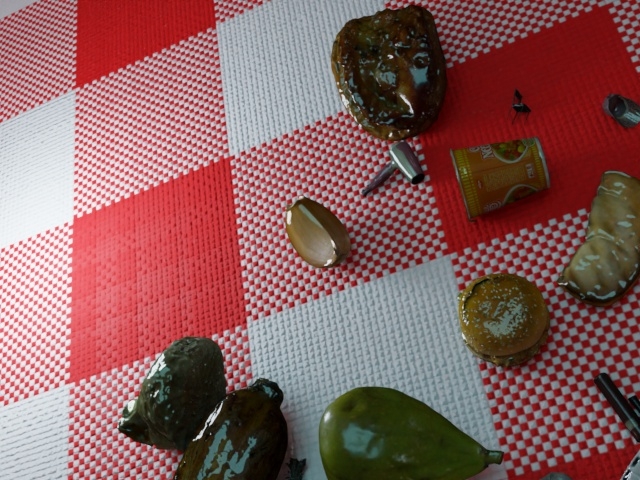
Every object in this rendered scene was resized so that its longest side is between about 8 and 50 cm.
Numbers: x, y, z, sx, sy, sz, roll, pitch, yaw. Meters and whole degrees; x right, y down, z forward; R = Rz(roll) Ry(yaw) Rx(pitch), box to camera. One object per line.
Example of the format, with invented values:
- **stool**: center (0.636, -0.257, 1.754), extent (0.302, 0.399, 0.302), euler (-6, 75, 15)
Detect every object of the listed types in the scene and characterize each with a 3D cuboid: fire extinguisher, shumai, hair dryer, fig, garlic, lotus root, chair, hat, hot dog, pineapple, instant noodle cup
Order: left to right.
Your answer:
- **shumai**: center (-0.333, 0.330, 1.895), extent (0.222, 0.225, 0.261), euler (5, 82, 27)
- **lotus root**: center (-0.185, 0.465, 1.754), extent (0.196, 0.179, 0.397), euler (29, 72, -9)
- **pineapple**: center (-0.055, 0.496, 1.765), extent (0.058, 0.058, 0.124), euler (0, 63, 27)
- **garlic**: center (0.008, -0.005, 1.989), extent (0.115, 0.128, 0.207), euler (-14, 47, -35)
- **hair dryer**: center (0.161, -0.150, 2.038), extent (0.154, 0.054, 0.106), euler (-35, 57, 18)
- **hot dog**: center (0.169, -0.419, 2.099), extent (0.267, 0.174, 0.387), euler (-16, 56, 16)
- **fig**: center (0.146, 0.407, 1.613), extent (0.314, 0.233, 0.233), euler (28, 78, 31)
- **instant noodle cup**: center (0.385, -0.141, 1.854), extent (0.185, 0.168, 0.168), euler (-15, 57, 10)
- **chair**: center (0.454, -0.304, 1.974), extent (0.042, 0.037, 0.086), euler (2, 68, 41)
- **hat**: center (0.643, -0.277, 1.869), extent (0.087, 0.042, 0.058), euler (37, 91, 3)
- **fire extinguisher**: center (0.562, 0.311, 1.577), extent (0.049, 0.035, 0.173), euler (-9, 49, -24)

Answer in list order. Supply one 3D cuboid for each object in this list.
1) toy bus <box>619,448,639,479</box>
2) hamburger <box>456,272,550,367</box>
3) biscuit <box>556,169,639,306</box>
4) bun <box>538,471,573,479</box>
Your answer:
- **toy bus**: center (0.538, 0.427, 1.464), extent (0.087, 0.089, 0.194), euler (33, 96, 37)
- **hamburger**: center (0.358, 0.160, 1.713), extent (0.182, 0.118, 0.191), euler (-9, 63, 26)
- **biscuit**: center (0.585, -0.003, 1.733), extent (0.154, 0.045, 0.299), euler (16, 70, 34)
- **bun**: center (0.418, 0.453, 1.556), extent (0.083, 0.045, 0.083), euler (-16, 53, 22)
